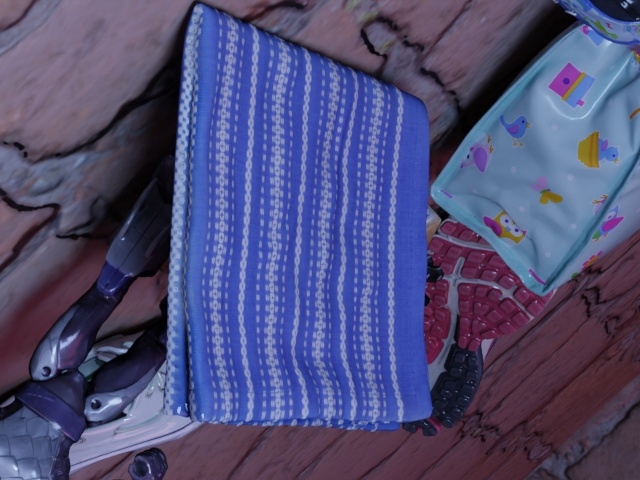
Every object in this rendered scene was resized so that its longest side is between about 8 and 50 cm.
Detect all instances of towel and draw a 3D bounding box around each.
[{"bbox_3d":[0.000,0.000,1.208,0.040,0.243,0.336,0,175,25],"label":"towel"}]

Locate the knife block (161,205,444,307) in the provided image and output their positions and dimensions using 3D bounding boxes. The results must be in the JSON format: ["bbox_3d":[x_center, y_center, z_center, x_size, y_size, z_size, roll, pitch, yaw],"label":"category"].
[{"bbox_3d":[-0.016,0.049,1.457,0.275,0.088,0.242,-29,157,-36],"label":"knife block"}]

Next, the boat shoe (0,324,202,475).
[{"bbox_3d":[-0.140,0.110,1.354,0.226,0.083,0.076,-31,160,-27],"label":"boat shoe"}]

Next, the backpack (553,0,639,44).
[{"bbox_3d":[0.209,-0.194,1.322,0.105,0.114,0.084,-41,161,-6],"label":"backpack"}]

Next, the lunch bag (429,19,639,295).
[{"bbox_3d":[0.245,-0.111,1.502,0.223,0.160,0.262,-29,158,-50],"label":"lunch bag"}]

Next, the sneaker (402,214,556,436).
[{"bbox_3d":[0.134,0.042,1.738,0.299,0.120,0.112,-58,-175,37],"label":"sneaker"}]

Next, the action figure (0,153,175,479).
[{"bbox_3d":[-0.152,0.087,1.170,0.285,0.185,0.099,-53,-169,-17],"label":"action figure"}]
